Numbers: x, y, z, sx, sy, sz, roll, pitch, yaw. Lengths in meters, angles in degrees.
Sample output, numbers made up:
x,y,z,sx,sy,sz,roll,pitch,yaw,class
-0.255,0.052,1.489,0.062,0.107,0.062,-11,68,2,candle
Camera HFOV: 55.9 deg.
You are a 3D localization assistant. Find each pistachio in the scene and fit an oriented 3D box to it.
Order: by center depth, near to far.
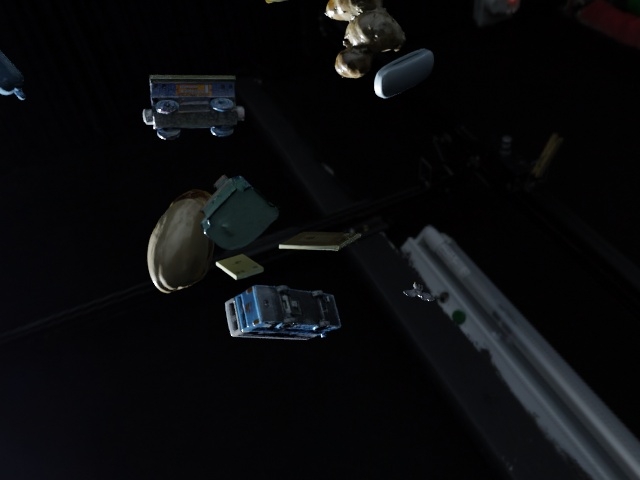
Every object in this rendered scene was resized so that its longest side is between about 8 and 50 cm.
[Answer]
x,y,z,sx,sy,sz,roll,pitch,yaw,class
-0.312,0.014,1.353,0.144,0.144,0.214,11,-100,18,pistachio

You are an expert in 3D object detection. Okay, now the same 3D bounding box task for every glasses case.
x,y,z,sx,sy,sz,roll,pitch,yaw,class
0.191,-0.378,1.360,0.179,0.067,0.045,-32,-131,-29,glasses case

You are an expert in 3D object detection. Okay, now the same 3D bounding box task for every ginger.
x,y,z,sx,sy,sz,roll,pitch,yaw,class
0.143,-0.756,2.052,0.257,0.374,0.176,-11,-172,15,ginger

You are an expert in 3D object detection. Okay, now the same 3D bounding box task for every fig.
x,y,z,sx,sy,sz,roll,pitch,yaw,class
-0.384,-0.085,1.805,0.153,0.121,0.136,-47,-143,-4,fig

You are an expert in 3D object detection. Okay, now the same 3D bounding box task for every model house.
x,y,z,sx,sy,sz,roll,pitch,yaw,class
-0.188,-0.072,1.295,0.148,0.119,0.148,-45,-144,5,model house

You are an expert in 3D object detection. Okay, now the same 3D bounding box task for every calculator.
x,y,z,sx,sy,sz,roll,pitch,yaw,class
-0.420,-0.249,0.697,0.039,0.210,0.121,-41,-146,-9,calculator

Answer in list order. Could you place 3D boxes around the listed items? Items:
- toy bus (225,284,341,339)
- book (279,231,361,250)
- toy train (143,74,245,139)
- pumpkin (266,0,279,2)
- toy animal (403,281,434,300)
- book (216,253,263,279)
x,y,z,sx,sy,sz,roll,pitch,yaw,class
-0.083,0.180,1.472,0.131,0.297,0.106,-27,-114,30,toy bus
0.000,0.000,1.727,0.199,0.016,0.138,1,-163,31,book
-0.387,-0.411,1.853,0.300,0.131,0.201,-2,-135,-11,toy train
-0.076,-0.660,1.409,0.140,0.189,0.280,-11,-160,12,pumpkin
0.233,0.118,1.445,0.084,0.028,0.050,16,-125,-21,toy animal
-0.202,0.066,1.508,0.077,0.014,0.111,-17,-154,-31,book
